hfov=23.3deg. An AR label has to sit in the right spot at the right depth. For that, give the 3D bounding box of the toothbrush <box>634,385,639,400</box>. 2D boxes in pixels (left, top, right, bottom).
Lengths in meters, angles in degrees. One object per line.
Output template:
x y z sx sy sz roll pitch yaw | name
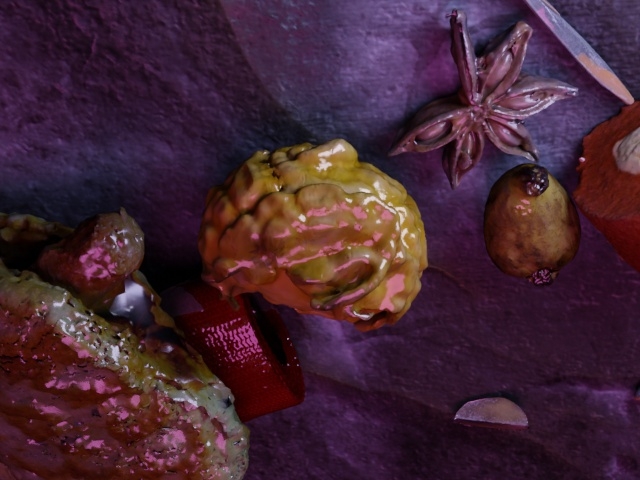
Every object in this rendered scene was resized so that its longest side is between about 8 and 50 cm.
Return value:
0.500 0.098 1.854 0.031 0.023 0.321 39 115 -18 | toothbrush

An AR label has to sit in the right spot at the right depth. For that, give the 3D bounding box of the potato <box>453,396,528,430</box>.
0.214 0.213 1.922 0.093 0.036 0.037 3 165 17 | potato

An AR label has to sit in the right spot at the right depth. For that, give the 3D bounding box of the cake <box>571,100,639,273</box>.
0.409 -0.074 1.633 0.283 0.177 0.151 -30 121 20 | cake

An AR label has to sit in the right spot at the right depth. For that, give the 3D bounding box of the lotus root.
0.227 -0.031 1.687 0.108 0.094 0.190 -27 142 -6 | lotus root

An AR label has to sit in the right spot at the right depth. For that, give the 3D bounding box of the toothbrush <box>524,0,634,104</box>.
0.205 -0.256 1.585 0.037 0.028 0.375 -41 117 15 | toothbrush

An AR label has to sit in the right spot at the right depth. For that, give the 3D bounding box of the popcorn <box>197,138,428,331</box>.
0.000 0.000 1.648 0.250 0.190 0.250 1 158 1 | popcorn

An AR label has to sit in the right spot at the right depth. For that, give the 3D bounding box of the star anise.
0.174 -0.144 1.648 0.172 0.063 0.208 14 121 -17 | star anise

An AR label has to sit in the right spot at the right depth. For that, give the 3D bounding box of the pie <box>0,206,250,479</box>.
-0.288 0.163 1.712 0.395 0.180 0.418 -1 127 32 | pie

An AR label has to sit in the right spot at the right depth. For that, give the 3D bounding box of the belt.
-0.108 0.122 1.783 0.124 0.128 0.201 -20 125 10 | belt
